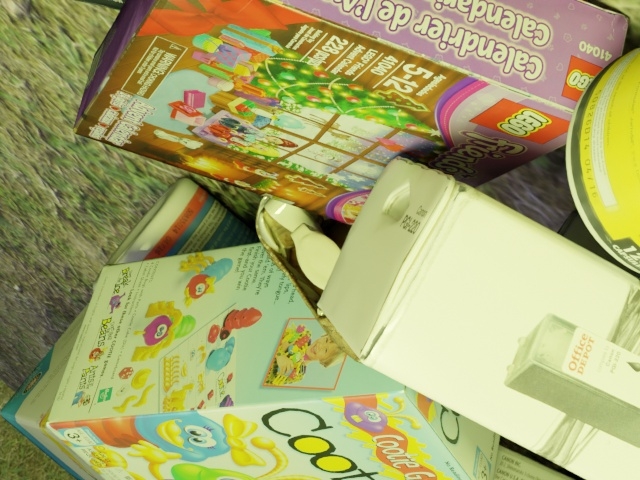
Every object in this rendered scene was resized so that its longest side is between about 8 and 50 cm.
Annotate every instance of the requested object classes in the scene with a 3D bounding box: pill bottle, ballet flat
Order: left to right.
[{"bbox_3d":[-0.067,0.062,1.210,0.221,0.124,0.124,40,161,-9],"label":"pill bottle"},{"bbox_3d":[0.000,0.000,0.928,0.067,0.073,0.206,44,-178,-39],"label":"ballet flat"},{"bbox_3d":[0.178,-0.042,0.547,0.103,0.103,0.184,40,162,-11],"label":"pill bottle"}]

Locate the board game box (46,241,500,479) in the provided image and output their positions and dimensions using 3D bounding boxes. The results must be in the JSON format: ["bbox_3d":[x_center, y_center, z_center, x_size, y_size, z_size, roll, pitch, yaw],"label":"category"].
[{"bbox_3d":[-0.024,0.096,1.020,0.275,0.144,0.142,-8,138,29],"label":"board game box"}]

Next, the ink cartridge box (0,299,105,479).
[{"bbox_3d":[-0.177,0.179,1.574,0.197,0.198,0.270,44,161,-20],"label":"ink cartridge box"}]

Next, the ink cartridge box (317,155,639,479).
[{"bbox_3d":[0.118,0.052,0.689,0.218,0.092,0.158,30,-178,-10],"label":"ink cartridge box"}]

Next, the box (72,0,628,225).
[{"bbox_3d":[-0.004,-0.081,0.752,0.201,0.057,0.293,18,166,-14],"label":"box"}]

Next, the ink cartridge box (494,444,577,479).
[{"bbox_3d":[0.116,0.189,1.169,0.239,0.060,0.275,17,171,47],"label":"ink cartridge box"}]

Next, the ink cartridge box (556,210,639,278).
[{"bbox_3d":[0.190,0.075,0.858,0.175,0.072,0.127,34,162,8],"label":"ink cartridge box"}]

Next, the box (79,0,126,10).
[{"bbox_3d":[-0.147,-0.206,0.820,0.220,0.051,0.175,19,155,42],"label":"box"}]
